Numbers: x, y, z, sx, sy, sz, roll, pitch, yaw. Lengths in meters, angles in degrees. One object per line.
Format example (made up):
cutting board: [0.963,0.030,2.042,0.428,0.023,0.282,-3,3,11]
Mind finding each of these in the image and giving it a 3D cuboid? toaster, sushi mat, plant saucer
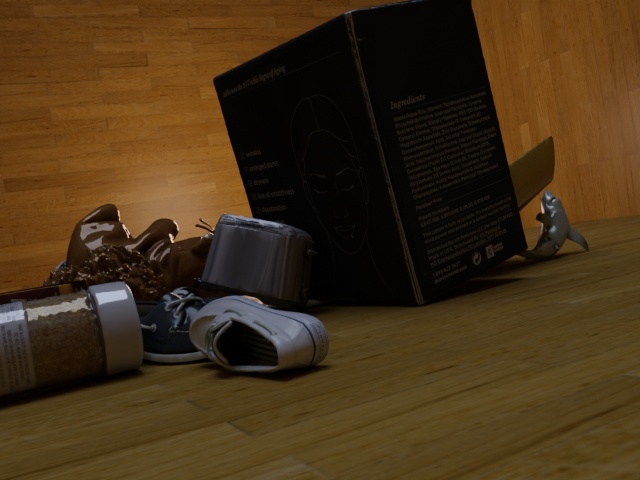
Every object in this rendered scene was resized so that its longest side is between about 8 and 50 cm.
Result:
toaster: [-0.118,0.037,1.240,0.227,0.146,0.129,10,-4,24]
sushi mat: [-0.045,0.125,1.369,0.316,0.019,0.151,-10,2,-44]
plant saucer: [0.372,-0.056,1.516,0.333,0.081,0.333,-32,-15,-43]

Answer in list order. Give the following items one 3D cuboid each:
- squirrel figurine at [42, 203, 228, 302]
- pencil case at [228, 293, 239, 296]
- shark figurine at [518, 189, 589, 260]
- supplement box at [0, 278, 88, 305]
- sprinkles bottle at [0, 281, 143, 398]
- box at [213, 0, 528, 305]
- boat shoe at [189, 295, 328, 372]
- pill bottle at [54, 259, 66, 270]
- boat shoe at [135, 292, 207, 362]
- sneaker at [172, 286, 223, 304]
squirrel figurine: [-0.379,0.091,1.483,0.370,0.281,0.397,2,18,19]
pencil case: [-0.254,0.090,1.693,0.070,0.151,0.064,-31,7,-14]
shark figurine: [0.487,0.013,1.537,0.278,0.166,0.116,-32,-11,-39]
supplement box: [-0.482,0.144,1.112,0.191,0.129,0.194,-9,1,-11]
sprinkles bottle: [-0.406,0.138,0.830,0.355,0.121,0.121,-10,1,-27]
box: [0.075,-0.156,1.299,0.297,0.471,0.480,-23,12,-32]
boat shoe: [-0.094,0.107,0.771,0.226,0.083,0.076,-8,1,45]
pill bottle: [-0.571,0.121,1.880,0.334,0.188,0.188,-9,1,29]
boat shoe: [-0.214,0.120,0.970,0.302,0.091,0.114,-9,1,32]
sneaker: [-0.213,0.131,1.226,0.121,0.079,0.217,-6,9,3]
